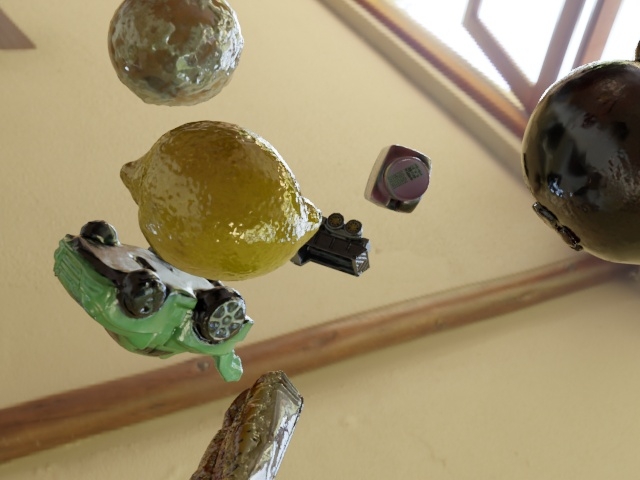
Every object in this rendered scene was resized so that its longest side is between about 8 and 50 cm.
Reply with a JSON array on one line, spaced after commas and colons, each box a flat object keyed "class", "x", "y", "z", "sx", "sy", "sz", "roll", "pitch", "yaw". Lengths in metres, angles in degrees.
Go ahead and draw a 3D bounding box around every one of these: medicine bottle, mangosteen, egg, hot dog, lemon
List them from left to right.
[{"class": "egg", "x": -0.226, "y": -0.306, "z": 1.325, "sx": 0.203, "sy": 0.204, "sz": 0.245, "roll": 21, "pitch": -157, "yaw": 14}, {"class": "lemon", "x": -0.117, "y": -0.044, "z": 1.010, "sx": 0.244, "sy": 0.187, "sz": 0.187, "roll": 19, "pitch": -143, "yaw": -8}, {"class": "hot dog", "x": -0.099, "y": 0.265, "z": 1.037, "sx": 0.075, "sy": 0.144, "sz": 0.268, "roll": 41, "pitch": -150, "yaw": -13}, {"class": "medicine bottle", "x": 0.148, "y": -0.114, "z": 1.614, "sx": 0.094, "sy": 0.119, "sz": 0.188, "roll": 21, "pitch": -178, "yaw": -5}, {"class": "mangosteen", "x": 0.460, "y": -0.132, "z": 1.217, "sx": 0.307, "sy": 0.347, "sz": 0.307, "roll": 47, "pitch": -171, "yaw": -10}]

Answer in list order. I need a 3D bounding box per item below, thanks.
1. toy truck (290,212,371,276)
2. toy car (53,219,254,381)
[{"class": "toy truck", "x": 0.000, "y": 0.000, "z": 1.543, "sx": 0.192, "sy": 0.083, "sz": 0.092, "roll": 18, "pitch": -113, "yaw": 16}, {"class": "toy car", "x": -0.262, "y": 0.105, "z": 1.389, "sx": 0.358, "sy": 0.177, "sz": 0.213, "roll": 17, "pitch": -166, "yaw": -47}]
